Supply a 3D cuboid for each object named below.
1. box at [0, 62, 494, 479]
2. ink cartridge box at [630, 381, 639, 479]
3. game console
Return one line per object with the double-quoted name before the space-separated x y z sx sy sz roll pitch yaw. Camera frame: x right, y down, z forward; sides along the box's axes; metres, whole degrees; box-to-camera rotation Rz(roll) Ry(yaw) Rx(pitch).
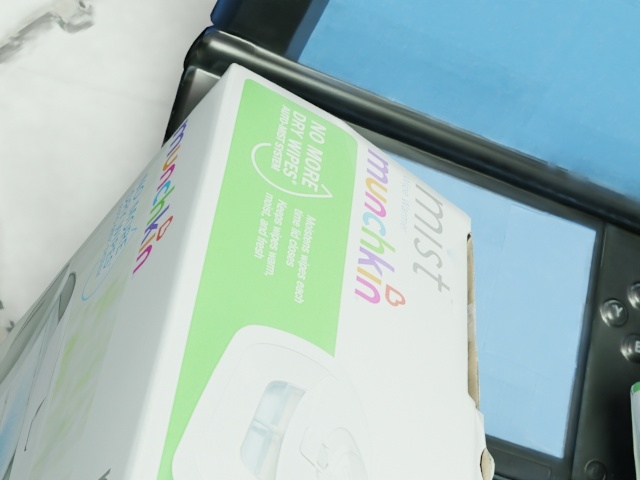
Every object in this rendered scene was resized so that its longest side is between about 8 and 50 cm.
"box" -0.059 0.110 0.523 0.126 0.231 0.262 32 35 -18
"ink cartridge box" 0.271 0.101 0.675 0.208 0.153 0.087 15 61 -31
"game console" 0.086 -0.031 0.681 0.293 0.173 0.250 19 66 -16
